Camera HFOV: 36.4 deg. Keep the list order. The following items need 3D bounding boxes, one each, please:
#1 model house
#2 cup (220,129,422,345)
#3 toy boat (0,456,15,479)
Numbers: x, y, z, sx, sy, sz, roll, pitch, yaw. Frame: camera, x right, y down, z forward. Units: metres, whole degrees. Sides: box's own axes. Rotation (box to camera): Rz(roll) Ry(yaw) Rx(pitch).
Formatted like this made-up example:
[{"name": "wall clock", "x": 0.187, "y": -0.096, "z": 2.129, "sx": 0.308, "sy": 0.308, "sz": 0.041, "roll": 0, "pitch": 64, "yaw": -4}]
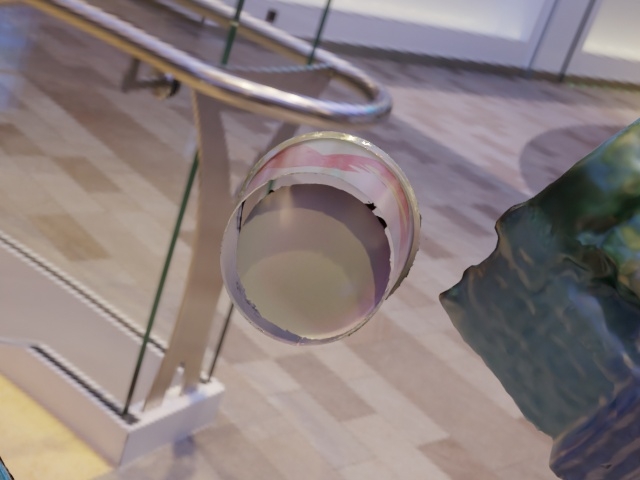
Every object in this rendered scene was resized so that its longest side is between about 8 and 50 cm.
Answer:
[{"name": "model house", "x": 0.292, "y": 0.088, "z": 0.558, "sx": 0.295, "sy": 0.252, "sz": 0.329, "roll": -15, "pitch": 66, "yaw": -35}, {"name": "cup", "x": 0.000, "y": 0.000, "z": 0.871, "sx": 0.203, "sy": 0.203, "sz": 0.288, "roll": 20, "pitch": 7, "yaw": 2}, {"name": "toy boat", "x": -0.188, "y": 0.125, "z": 0.481, "sx": 0.137, "sy": 0.060, "sz": 0.061, "roll": 56, "pitch": 15, "yaw": 19}]
